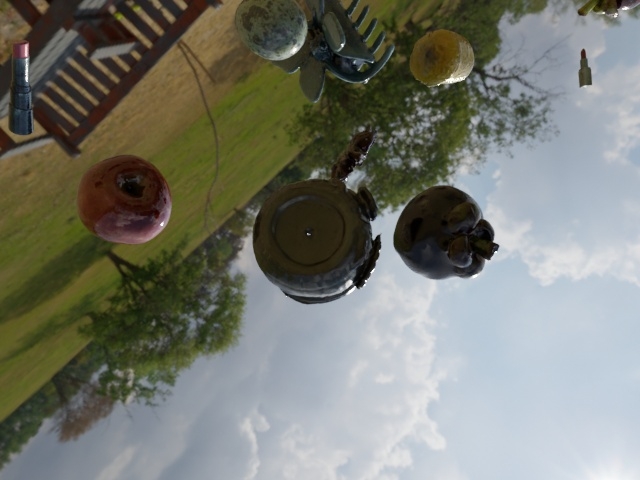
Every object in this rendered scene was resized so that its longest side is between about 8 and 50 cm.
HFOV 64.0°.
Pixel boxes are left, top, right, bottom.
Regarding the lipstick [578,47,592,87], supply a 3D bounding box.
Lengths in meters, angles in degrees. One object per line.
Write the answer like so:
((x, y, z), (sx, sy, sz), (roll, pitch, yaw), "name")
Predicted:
((0.883, -0.578, 1.715), (0.030, 0.129, 0.030), (-3, 179, -9), "lipstick")

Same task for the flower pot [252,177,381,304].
((0.000, 0.000, 1.201), (0.302, 0.302, 0.213), (-44, 165, -8), "flower pot")

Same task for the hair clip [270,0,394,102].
((0.043, -0.634, 1.600), (0.238, 0.318, 0.392), (-13, 153, -31), "hair clip")

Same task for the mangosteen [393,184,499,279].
((0.353, -0.012, 1.417), (0.287, 0.288, 0.233), (-35, 174, 29), "mangosteen")

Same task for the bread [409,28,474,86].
((0.427, -0.637, 1.799), (0.170, 0.197, 0.197), (-7, 168, -38), "bread")

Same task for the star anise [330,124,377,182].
((0.110, -0.289, 1.836), (0.288, 0.088, 0.288), (-52, -172, 10), "star anise")

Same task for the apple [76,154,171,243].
((-0.561, -0.116, 1.468), (0.216, 0.260, 0.260), (-28, -162, 48), "apple")

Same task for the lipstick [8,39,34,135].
((-0.667, -0.339, 1.140), (0.053, 0.053, 0.234), (-55, 178, -47), "lipstick")

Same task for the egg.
((-0.107, -0.451, 1.074), (0.132, 0.172, 0.132), (-40, 145, -35), "egg")

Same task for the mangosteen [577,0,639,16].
((0.806, -0.702, 1.410), (0.181, 0.146, 0.156), (-10, -142, 14), "mangosteen")
